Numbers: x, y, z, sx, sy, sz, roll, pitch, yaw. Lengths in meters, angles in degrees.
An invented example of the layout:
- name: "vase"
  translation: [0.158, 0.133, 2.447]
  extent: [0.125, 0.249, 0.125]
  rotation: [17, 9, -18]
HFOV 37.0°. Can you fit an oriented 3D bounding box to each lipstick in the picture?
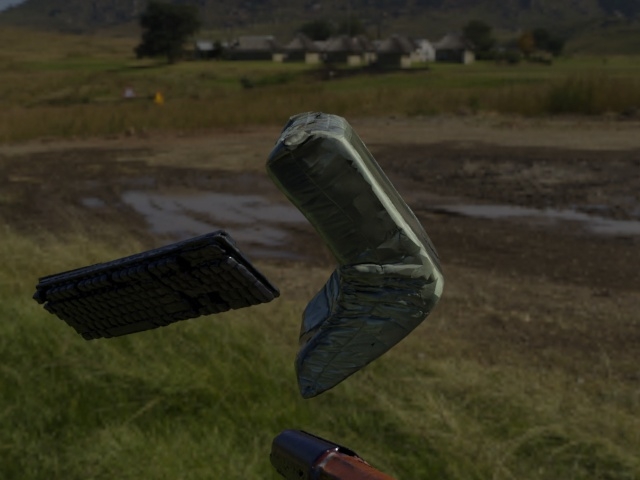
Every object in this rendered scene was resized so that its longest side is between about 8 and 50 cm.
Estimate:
- name: "lipstick"
  translation: [0.041, 0.284, 1.090]
  extent: [0.077, 0.077, 0.418]
  rotation: [-5, 3, -22]

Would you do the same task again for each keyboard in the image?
- name: "keyboard"
  translation: [-0.132, 0.041, 0.722]
  extent: [0.231, 0.072, 0.023]
  rotation: [-14, 38, 41]

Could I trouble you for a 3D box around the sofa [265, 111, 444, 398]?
- name: "sofa"
  translation: [0.000, 0.000, 0.963]
  extent: [0.176, 0.225, 0.210]
  rotation: [-35, 12, 10]
